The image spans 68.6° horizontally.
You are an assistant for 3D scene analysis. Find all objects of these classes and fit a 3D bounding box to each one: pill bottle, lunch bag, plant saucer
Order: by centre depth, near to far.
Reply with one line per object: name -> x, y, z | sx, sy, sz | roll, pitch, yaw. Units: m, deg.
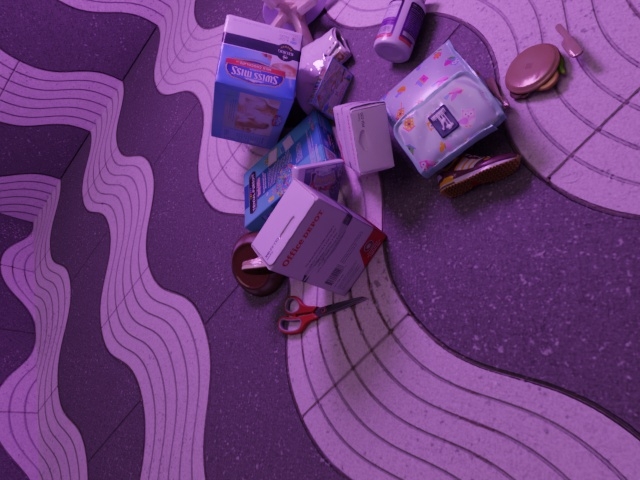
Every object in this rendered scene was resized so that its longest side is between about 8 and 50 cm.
lunch bag -> 0.278, -0.290, 1.072 | 0.223, 0.160, 0.262 | -37, 42, 26
pill bottle -> 0.228, -0.607, 1.303 | 0.108, 0.108, 0.193 | 16, 84, 45
plant saucer -> -0.198, 0.074, 1.401 | 0.198, 0.036, 0.199 | 5, 101, 28

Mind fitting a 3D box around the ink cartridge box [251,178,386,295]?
ink cartridge box -> 0.000, 0.000, 1.140 | 0.197, 0.273, 0.114 | -56, 46, 9

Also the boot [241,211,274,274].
boot -> -0.128, 0.002, 1.325 | 0.213, 0.077, 0.165 | -13, 73, -1

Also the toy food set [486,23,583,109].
toy food set -> 0.470, -0.372, 1.035 | 0.192, 0.038, 0.132 | -35, 45, 34

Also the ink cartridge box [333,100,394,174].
ink cartridge box -> 0.104, -0.263, 1.175 | 0.092, 0.159, 0.218 | -13, 18, -3

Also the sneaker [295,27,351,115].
sneaker -> 0.012, -0.542, 1.478 | 0.169, 0.108, 0.292 | -21, 58, 39

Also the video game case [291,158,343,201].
video game case -> -0.013, -0.111, 1.213 | 0.023, 0.201, 0.183 | 21, 115, 29

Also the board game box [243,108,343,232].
board game box -> -0.096, -0.202, 1.429 | 0.336, 0.079, 0.254 | -37, 41, 27

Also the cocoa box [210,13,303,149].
cocoa box -> -0.208, -0.470, 1.464 | 0.347, 0.231, 0.228 | 137, 142, -70

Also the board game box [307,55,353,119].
board game box -> 0.031, -0.462, 1.429 | 0.026, 0.103, 0.154 | 23, 89, 46

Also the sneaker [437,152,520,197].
sneaker -> 0.343, -0.167, 1.038 | 0.185, 0.069, 0.084 | -21, 60, 33

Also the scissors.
scissors -> -0.002, 0.199, 1.243 | 0.297, 0.021, 0.109 | -6, 66, 40

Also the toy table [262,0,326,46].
toy table -> -0.099, -0.791, 1.610 | 0.274, 0.252, 0.161 | -34, 35, 43
